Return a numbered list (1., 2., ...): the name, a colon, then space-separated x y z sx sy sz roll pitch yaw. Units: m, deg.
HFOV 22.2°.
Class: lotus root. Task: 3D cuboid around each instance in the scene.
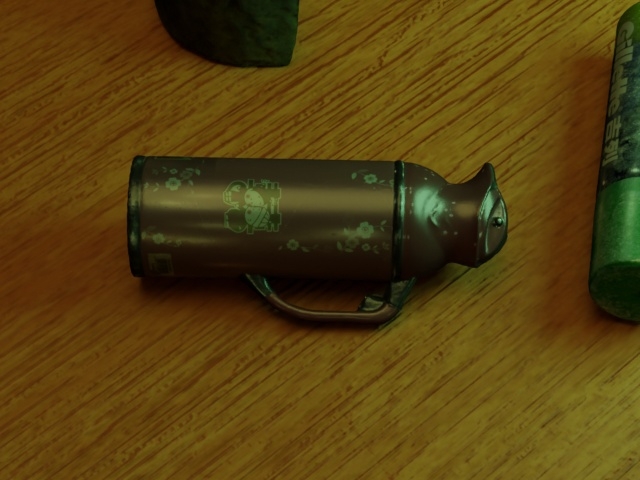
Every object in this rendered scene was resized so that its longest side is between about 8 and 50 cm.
1. lotus root: -0.103 -0.285 1.645 0.138 0.119 0.235 -17 56 -12

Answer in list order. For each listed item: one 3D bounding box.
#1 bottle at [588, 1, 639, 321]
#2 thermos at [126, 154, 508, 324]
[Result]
1. bottle: 0.305 -0.080 1.497 0.093 0.093 0.330 9 52 7
2. thermos: 0.000 -0.007 1.433 0.330 0.109 0.136 1 52 1
